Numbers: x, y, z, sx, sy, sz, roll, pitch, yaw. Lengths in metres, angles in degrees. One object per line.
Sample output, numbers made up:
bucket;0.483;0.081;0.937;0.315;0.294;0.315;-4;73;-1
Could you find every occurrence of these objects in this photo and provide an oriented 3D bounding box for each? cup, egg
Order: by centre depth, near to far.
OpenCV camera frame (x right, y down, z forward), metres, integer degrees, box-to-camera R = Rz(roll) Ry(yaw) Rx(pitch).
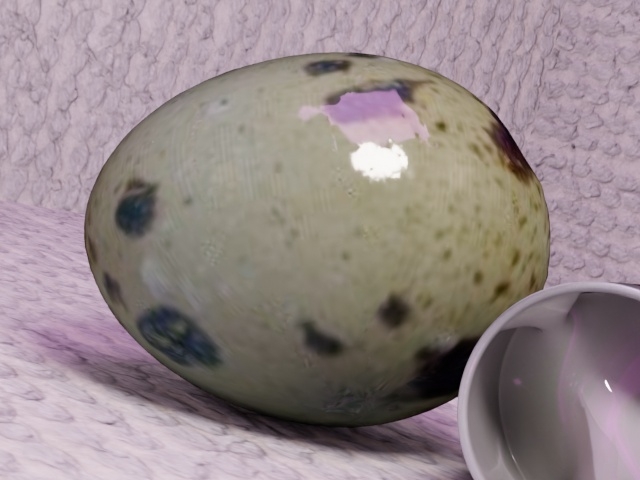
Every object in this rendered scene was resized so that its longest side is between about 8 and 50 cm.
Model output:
cup;0.259;0.141;1.228;0.212;0.212;0.317;16;4;19
egg;0.000;0.000;1.297;0.428;0.345;0.345;-1;10;-17
